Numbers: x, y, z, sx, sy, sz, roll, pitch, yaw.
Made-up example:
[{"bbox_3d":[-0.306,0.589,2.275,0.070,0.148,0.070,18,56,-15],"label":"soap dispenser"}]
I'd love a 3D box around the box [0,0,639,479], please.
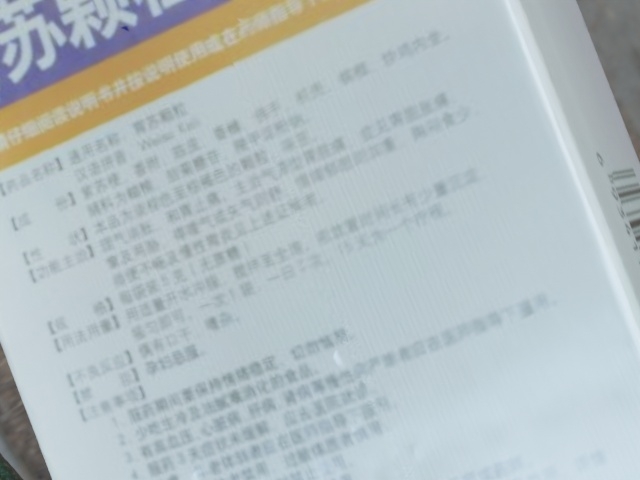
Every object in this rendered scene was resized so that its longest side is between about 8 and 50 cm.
[{"bbox_3d":[0.000,0.000,0.602,0.299,0.200,0.106,69,20,4],"label":"box"}]

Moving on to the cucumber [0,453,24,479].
[{"bbox_3d":[-0.248,0.169,1.368,0.032,0.133,0.032,-15,119,-28],"label":"cucumber"}]
